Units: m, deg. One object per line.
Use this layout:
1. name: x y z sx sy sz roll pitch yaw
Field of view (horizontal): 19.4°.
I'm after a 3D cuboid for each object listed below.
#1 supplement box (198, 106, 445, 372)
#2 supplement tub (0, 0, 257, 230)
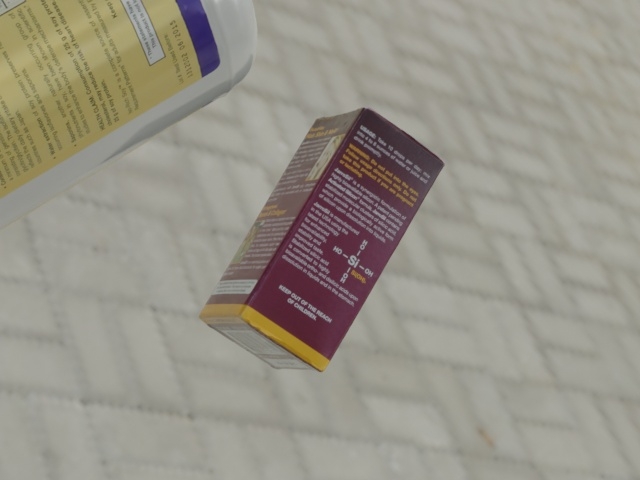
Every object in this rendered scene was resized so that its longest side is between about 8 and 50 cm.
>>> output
1. supplement box: 0.000 0.000 1.411 0.081 0.104 0.188 35 76 -17
2. supplement tub: -0.232 -0.122 1.126 0.331 0.241 0.241 -32 74 -14
